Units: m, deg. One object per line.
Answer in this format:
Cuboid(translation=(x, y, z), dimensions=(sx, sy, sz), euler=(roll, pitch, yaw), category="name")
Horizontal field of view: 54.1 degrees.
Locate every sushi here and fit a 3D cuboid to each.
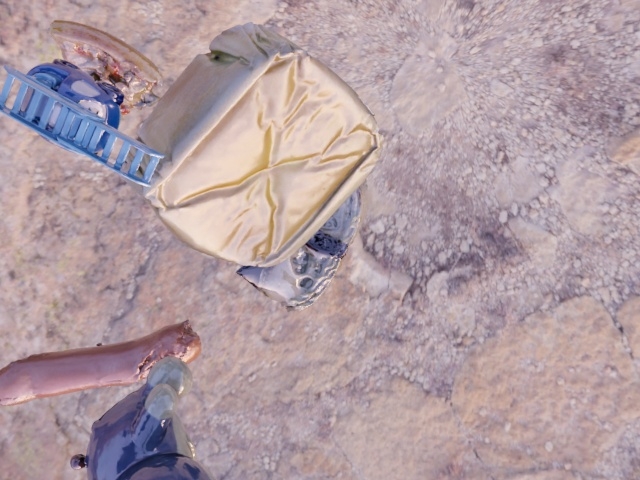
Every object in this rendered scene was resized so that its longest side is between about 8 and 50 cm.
Cuboid(translation=(0.010, -0.007, 0.933), dimensions=(0.109, 0.134, 0.273), euler=(43, 93, 8), category="sushi")

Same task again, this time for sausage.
Cuboid(translation=(-0.321, 0.180, 0.909), dimensions=(0.304, 0.078, 0.078), euler=(-12, 103, -1), category="sausage")

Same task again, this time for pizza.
Cuboid(translation=(-0.340, -0.227, 0.956), dimensions=(0.185, 0.052, 0.195), euler=(26, 134, -7), category="pizza")

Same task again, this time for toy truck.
Cuboid(translation=(-0.178, -0.090, 0.490), dimensions=(0.136, 0.074, 0.063), euler=(27, 105, -1), category="toy truck")

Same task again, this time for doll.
Cuboid(translation=(-0.169, 0.278, 0.677), dimensions=(0.154, 0.258, 0.228), euler=(-10, 123, -32), category="doll")

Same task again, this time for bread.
Cuboid(translation=(-0.062, -0.086, 0.603), dimensions=(0.210, 0.110, 0.192), euler=(-48, 133, 12), category="bread")
